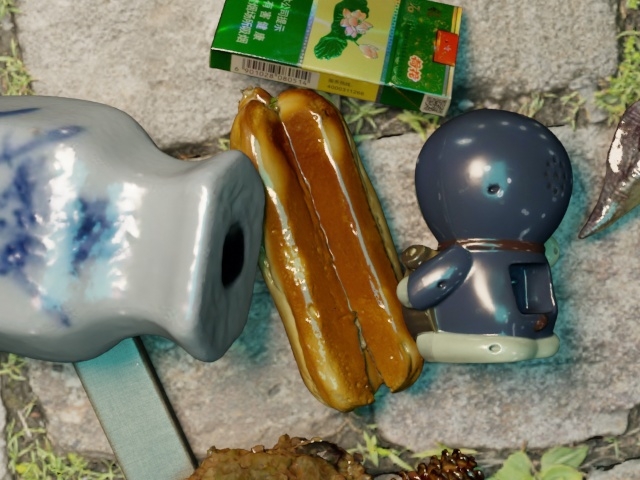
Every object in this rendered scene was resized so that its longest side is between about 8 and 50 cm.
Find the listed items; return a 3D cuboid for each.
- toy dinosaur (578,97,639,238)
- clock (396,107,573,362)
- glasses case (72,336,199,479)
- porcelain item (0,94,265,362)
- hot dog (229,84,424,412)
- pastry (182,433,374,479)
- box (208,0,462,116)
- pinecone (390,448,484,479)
[{"bbox_3d":[0.382,-0.101,1.104,0.162,0.077,0.294,33,76,3],"label":"toy dinosaur"},{"bbox_3d":[0.167,-0.005,1.062,0.199,0.146,0.243,3,87,-41],"label":"clock"},{"bbox_3d":[-0.187,0.173,1.115,0.071,0.047,0.205,-25,91,-2],"label":"glasses case"},{"bbox_3d":[-0.267,-0.015,1.017,0.405,0.178,0.242,8,91,14],"label":"porcelain item"},{"bbox_3d":[0.000,0.000,1.090,0.135,0.100,0.337,-21,92,-8],"label":"hot dog"},{"bbox_3d":[-0.037,0.300,1.008,0.275,0.193,0.275,-3,54,5],"label":"pastry"},{"bbox_3d":[0.019,-0.201,1.085,0.235,0.034,0.132,12,54,0],"label":"box"},{"bbox_3d":[0.114,0.259,1.098,0.102,0.102,0.109,36,60,-1],"label":"pinecone"}]
